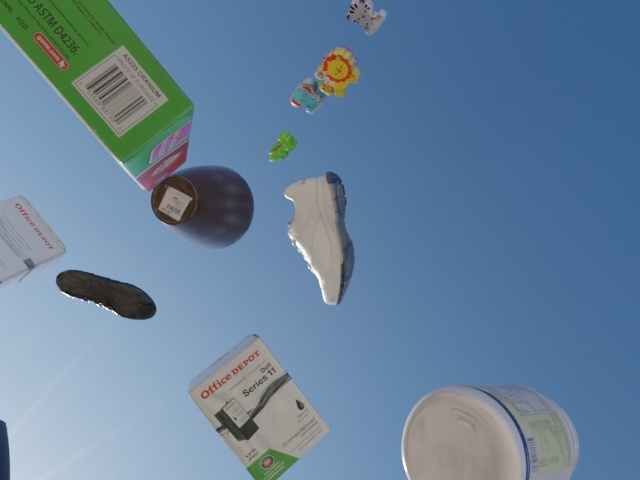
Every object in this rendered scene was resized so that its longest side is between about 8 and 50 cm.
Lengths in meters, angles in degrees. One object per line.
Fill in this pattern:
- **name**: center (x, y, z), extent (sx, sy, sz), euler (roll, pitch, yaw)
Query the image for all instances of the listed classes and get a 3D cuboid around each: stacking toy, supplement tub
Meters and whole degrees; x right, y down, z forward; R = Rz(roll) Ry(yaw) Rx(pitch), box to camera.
- **stacking toy**: center (-0.001, -0.228, 0.755), extent (0.052, 0.167, 0.221), euler (34, -39, -16)
- **supplement tub**: center (0.338, 0.397, 1.022), extent (0.235, 0.325, 0.235), euler (-14, -110, 43)

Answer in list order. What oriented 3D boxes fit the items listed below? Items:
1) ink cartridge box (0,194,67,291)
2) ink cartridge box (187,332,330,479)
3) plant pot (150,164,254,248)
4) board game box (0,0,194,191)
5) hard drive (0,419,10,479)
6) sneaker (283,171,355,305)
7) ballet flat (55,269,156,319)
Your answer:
- **ink cartridge box**: center (-0.654, 0.017, 1.062), extent (0.092, 0.218, 0.158), euler (-35, -85, 28)
- **ink cartridge box**: center (-0.108, 0.286, 0.910), extent (0.153, 0.087, 0.208), euler (-38, -86, -15)
- **plant pot**: center (-0.292, -0.084, 1.239), extent (0.215, 0.230, 0.215), euler (0, -90, 10)
- **board game box**: center (-0.221, -0.164, 0.477), extent (0.064, 0.316, 0.242), euler (-41, -78, -10)
- **hard drive**: center (-0.551, 0.382, 0.767), extent (0.254, 0.172, 0.054), euler (-121, -151, -44)
- **sneaker**: center (0.000, 0.000, 1.156), extent (0.129, 0.111, 0.297), euler (-4, -76, 18)
- **ballet flat**: center (-0.355, 0.088, 0.893), extent (0.049, 0.173, 0.057), euler (12, -105, 56)
